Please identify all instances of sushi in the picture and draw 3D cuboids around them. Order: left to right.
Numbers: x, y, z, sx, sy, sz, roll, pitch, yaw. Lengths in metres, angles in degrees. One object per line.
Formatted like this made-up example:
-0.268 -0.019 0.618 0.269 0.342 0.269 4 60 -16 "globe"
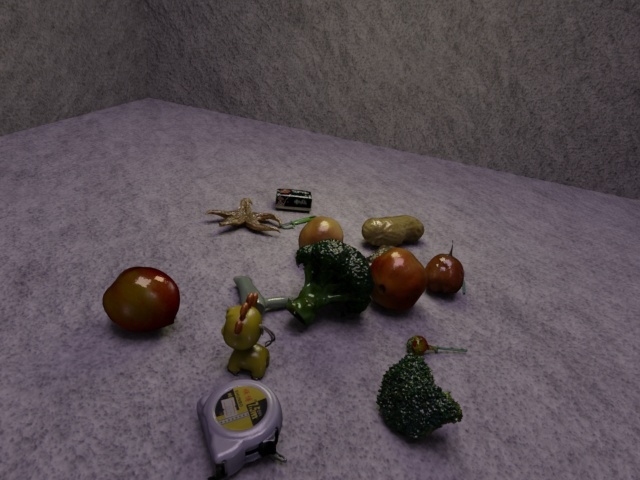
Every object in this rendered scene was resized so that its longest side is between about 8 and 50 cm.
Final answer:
0.241 0.086 1.609 0.241 0.107 0.161 2 26 -13 "sushi"

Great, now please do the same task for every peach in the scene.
-0.482 0.165 1.174 0.197 0.197 0.197 7 29 -4 "peach"
0.000 0.000 1.614 0.184 0.184 0.184 7 29 -4 "peach"

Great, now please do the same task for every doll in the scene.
-0.187 0.241 1.081 0.135 0.220 0.143 10 25 9 "doll"

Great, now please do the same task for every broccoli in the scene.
0.023 0.139 1.333 0.297 0.297 0.297 33 71 36 "broccoli"
0.259 0.386 1.039 0.194 0.194 0.220 -12 12 -33 "broccoli"

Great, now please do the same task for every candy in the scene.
0.355 0.323 1.278 0.201 0.060 0.060 10 28 -14 "candy"

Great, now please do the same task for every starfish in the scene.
-0.325 -0.092 1.798 0.302 0.060 0.299 -8 37 -34 "starfish"

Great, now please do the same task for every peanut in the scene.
0.320 -0.038 1.831 0.319 0.147 0.147 -2 30 -31 "peanut"

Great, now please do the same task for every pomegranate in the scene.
0.260 0.131 1.425 0.209 0.209 0.209 7 29 -4 "pomegranate"

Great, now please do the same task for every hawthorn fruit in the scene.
0.467 0.114 1.564 0.149 0.189 0.149 35 -8 6 "hawthorn fruit"

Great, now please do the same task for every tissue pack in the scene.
-0.127 -0.193 2.007 0.170 0.090 0.103 5 26 -9 "tissue pack"

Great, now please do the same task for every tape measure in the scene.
-0.170 0.401 0.923 0.178 0.105 0.196 -10 32 -18 "tape measure"

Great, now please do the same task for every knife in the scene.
-0.088 -0.082 1.896 0.212 0.015 0.054 -18 40 -40 "knife"

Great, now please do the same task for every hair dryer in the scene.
-0.153 0.179 1.380 0.237 0.075 0.206 6 22 -23 "hair dryer"

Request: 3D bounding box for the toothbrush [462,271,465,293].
0.561 0.161 1.658 0.011 0.014 0.167 22 30 5 "toothbrush"
